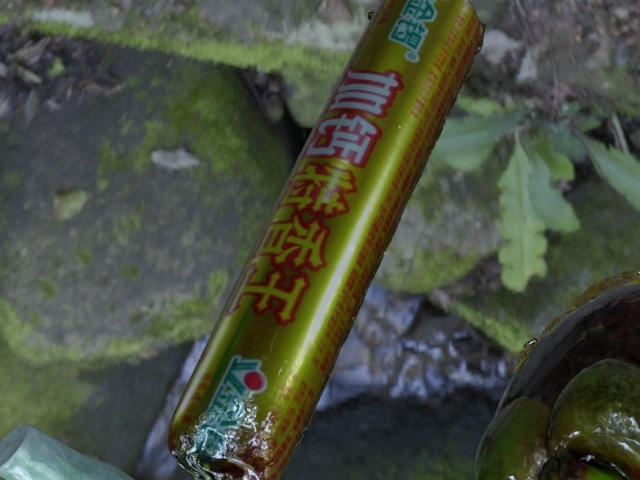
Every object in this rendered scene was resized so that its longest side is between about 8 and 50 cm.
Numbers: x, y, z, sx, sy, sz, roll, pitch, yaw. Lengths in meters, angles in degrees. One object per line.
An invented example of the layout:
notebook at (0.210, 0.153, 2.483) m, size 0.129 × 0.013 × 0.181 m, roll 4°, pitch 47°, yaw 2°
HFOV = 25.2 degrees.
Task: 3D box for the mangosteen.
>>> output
mangosteen at (0.251, 0.165, 1.040) m, size 0.300 × 0.300 × 0.300 m, roll 1°, pitch 115°, yaw 1°

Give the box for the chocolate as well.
chocolate at (-0.194, 0.276, 1.380) m, size 0.110 × 0.110 × 0.291 m, roll -37°, pitch 118°, yaw 17°

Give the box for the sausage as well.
sausage at (0.000, 0.000, 0.834) m, size 0.082 × 0.371 × 0.082 m, roll 19°, pitch 149°, yaw 12°

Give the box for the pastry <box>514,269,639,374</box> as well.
pastry at (0.273, 0.108, 1.420) m, size 0.154 × 0.250 × 0.102 m, roll -44°, pitch 82°, yaw 23°
